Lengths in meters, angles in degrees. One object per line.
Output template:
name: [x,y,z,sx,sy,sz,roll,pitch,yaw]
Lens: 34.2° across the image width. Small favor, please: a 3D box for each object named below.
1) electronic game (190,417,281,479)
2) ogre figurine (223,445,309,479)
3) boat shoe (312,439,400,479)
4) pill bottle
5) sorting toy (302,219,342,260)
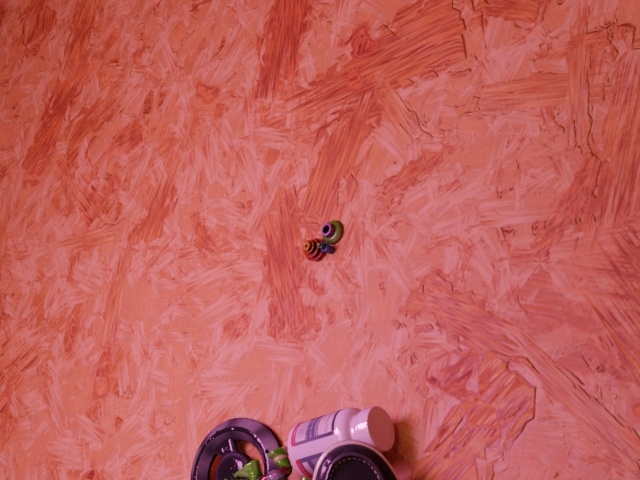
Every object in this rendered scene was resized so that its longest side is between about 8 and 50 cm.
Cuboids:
electronic game: [-0.166,0.465,2.059,0.229,0.048,0.229,-13,65,30]
ogre figurine: [-0.082,0.456,1.940,0.118,0.197,0.097,59,155,26]
boat shoe: [0.083,0.563,1.668,0.186,0.156,0.500,-5,68,-1]
pill bottle: [0.039,0.360,1.870,0.180,0.108,0.108,-24,58,34]
sorting toy: [0.000,0.000,2.102,0.102,0.042,0.061,-50,47,16]
